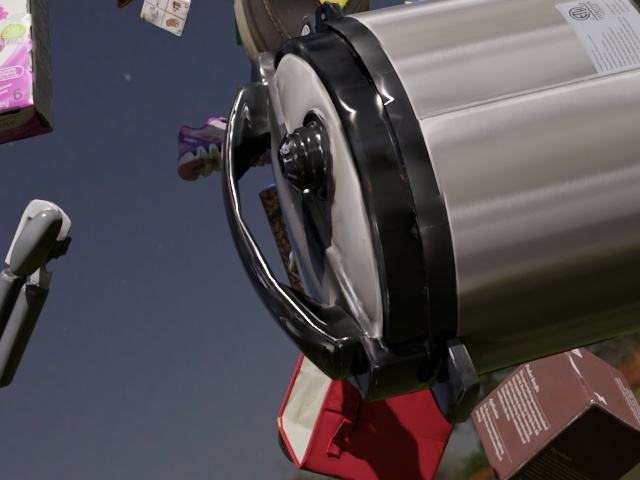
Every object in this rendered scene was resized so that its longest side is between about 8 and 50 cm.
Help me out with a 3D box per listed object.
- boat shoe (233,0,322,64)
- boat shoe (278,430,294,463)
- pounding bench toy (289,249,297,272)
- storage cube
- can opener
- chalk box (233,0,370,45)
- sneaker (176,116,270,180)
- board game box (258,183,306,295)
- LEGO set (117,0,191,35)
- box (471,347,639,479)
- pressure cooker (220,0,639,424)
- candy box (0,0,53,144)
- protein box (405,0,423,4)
[{"bbox_3d":[0.023,-0.203,1.475,0.130,0.355,0.132,-12,25,43],"label":"boat shoe"},{"bbox_3d":[0.067,0.300,2.170,0.324,0.123,0.120,-33,-27,-1],"label":"boat shoe"},{"bbox_3d":[0.000,0.000,1.434,0.052,0.065,0.083,-49,-27,-50],"label":"pounding bench toy"},{"bbox_3d":[0.069,0.230,1.681,0.215,0.193,0.184,-137,65,-73],"label":"storage cube"},{"bbox_3d":[-0.417,0.072,1.628,0.280,0.074,0.093,-66,-17,17],"label":"can opener"},{"bbox_3d":[-0.063,-0.478,2.368,0.179,0.288,0.180,92,-158,-57],"label":"chalk box"},{"bbox_3d":[-0.169,-0.192,2.274,0.236,0.105,0.095,-12,-26,-17],"label":"sneaker"},{"bbox_3d":[0.041,-0.002,2.363,0.232,0.291,0.141,-19,7,10],"label":"board game box"},{"bbox_3d":[-0.252,-0.412,1.691,0.060,0.244,0.183,-11,-57,-59],"label":"LEGO set"},{"bbox_3d":[0.373,0.289,1.849,0.167,0.168,0.203,32,-66,-28],"label":"box"},{"bbox_3d":[0.118,-0.054,1.146,0.420,0.376,0.370,-14,17,-14],"label":"pressure cooker"},{"bbox_3d":[-0.453,-0.242,1.630,0.159,0.233,0.071,-13,-30,5],"label":"candy box"},{"bbox_3d":[0.278,-0.357,2.085,0.199,0.136,0.201,-27,-29,2],"label":"protein box"}]
